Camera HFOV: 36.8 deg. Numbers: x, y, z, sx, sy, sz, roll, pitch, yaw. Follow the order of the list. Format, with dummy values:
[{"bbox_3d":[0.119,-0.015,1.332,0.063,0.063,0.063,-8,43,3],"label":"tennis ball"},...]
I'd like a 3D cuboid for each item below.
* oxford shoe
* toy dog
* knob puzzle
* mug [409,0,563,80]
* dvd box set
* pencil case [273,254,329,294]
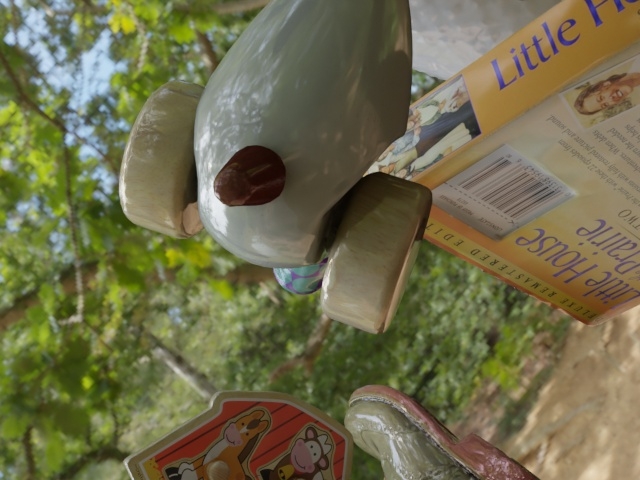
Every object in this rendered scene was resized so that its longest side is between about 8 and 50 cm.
[{"bbox_3d":[0.094,0.238,0.943,0.130,0.123,0.348,-51,20,-10],"label":"oxford shoe"},{"bbox_3d":[0.005,-0.119,0.466,0.161,0.220,0.333,20,-110,-84],"label":"toy dog"},{"bbox_3d":[-0.047,0.217,0.834,0.213,0.213,0.030,-45,17,-23],"label":"knob puzzle"},{"bbox_3d":[0.105,-0.344,0.952,0.374,0.328,0.276,144,137,-59],"label":"mug"},{"bbox_3d":[0.277,-0.092,0.609,0.420,0.062,0.308,-33,-38,30],"label":"dvd box set"},{"bbox_3d":[0.000,0.000,1.013,0.151,0.070,0.064,123,150,-56],"label":"pencil case"}]
